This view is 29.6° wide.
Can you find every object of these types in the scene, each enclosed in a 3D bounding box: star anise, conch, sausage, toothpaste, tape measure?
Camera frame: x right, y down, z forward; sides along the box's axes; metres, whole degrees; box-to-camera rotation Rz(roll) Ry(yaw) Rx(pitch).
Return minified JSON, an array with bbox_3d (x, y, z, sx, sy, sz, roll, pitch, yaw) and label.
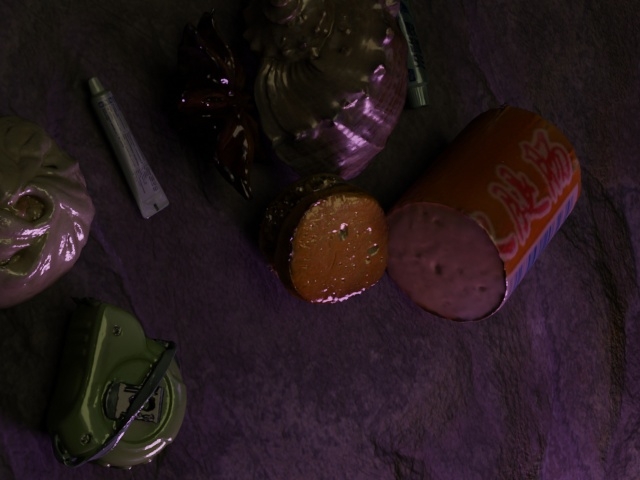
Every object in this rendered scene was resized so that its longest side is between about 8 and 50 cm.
[{"bbox_3d":[-0.150,-0.179,1.647,0.272,0.103,0.271,-12,90,-72],"label":"star anise"},{"bbox_3d":[0.035,-0.233,1.741,0.352,0.210,0.297,32,63,-37],"label":"conch"},{"bbox_3d":[0.255,-0.043,1.908,0.287,0.233,0.233,-46,114,-37],"label":"sausage"},{"bbox_3d":[0.129,-0.361,1.971,0.075,0.048,0.296,-12,88,-45],"label":"toothpaste"},{"bbox_3d":[-0.245,0.189,1.473,0.175,0.106,0.199,25,68,-35],"label":"tape measure"},{"bbox_3d":[-0.255,-0.123,1.572,0.048,0.029,0.197,-38,112,-38],"label":"toothpaste"}]

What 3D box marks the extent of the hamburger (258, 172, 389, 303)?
[{"bbox_3d":[-0.004,-0.006,1.708,0.191,0.118,0.181,16,94,-38],"label":"hamburger"}]

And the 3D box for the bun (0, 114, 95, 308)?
[{"bbox_3d":[-0.356,-0.036,1.390,0.231,0.133,0.231,7,80,-41],"label":"bun"}]
